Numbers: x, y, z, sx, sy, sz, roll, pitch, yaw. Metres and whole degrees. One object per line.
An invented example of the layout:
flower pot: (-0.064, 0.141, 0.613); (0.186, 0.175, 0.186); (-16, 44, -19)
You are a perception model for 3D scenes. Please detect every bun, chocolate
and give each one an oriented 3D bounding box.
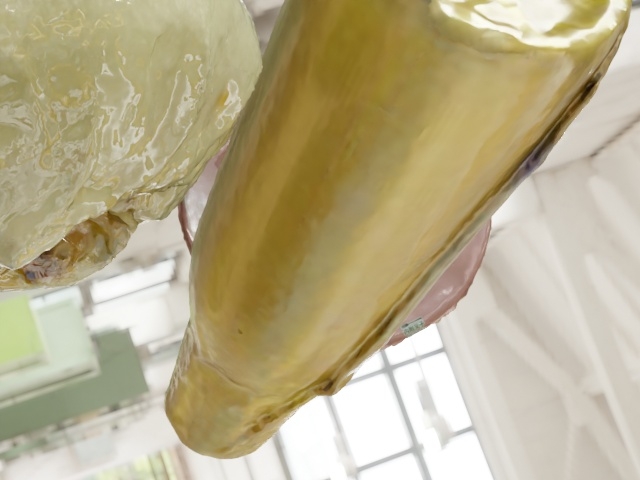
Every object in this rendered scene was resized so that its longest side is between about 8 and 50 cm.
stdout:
bun: (-0.118, -0.040, 0.529); (0.222, 0.222, 0.127); (109, -30, -70)
chocolate: (0.013, -0.018, 0.760); (0.162, 0.162, 0.445); (65, -34, 30)

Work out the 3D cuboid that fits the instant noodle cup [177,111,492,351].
instant noodle cup: (0.000, 0.000, 1.093); (0.231, 0.243, 0.243); (112, -42, -71)
